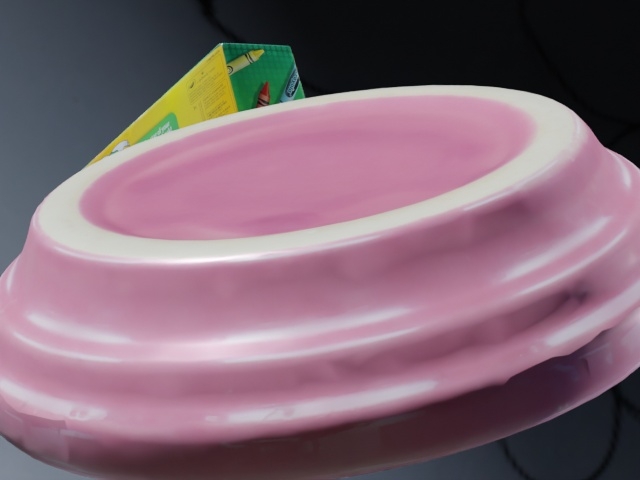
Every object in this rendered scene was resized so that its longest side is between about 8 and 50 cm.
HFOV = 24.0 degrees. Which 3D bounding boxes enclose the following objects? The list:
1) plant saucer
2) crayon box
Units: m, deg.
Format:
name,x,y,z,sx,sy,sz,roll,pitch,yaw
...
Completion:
name,x,y,z,sx,sy,sz,roll,pitch,yaw
plant saucer,0.000,0.000,0.695,0.332,0.332,0.084,-24,113,-36
crayon box,-0.112,-0.045,1.394,0.081,0.278,0.165,-3,70,-38
